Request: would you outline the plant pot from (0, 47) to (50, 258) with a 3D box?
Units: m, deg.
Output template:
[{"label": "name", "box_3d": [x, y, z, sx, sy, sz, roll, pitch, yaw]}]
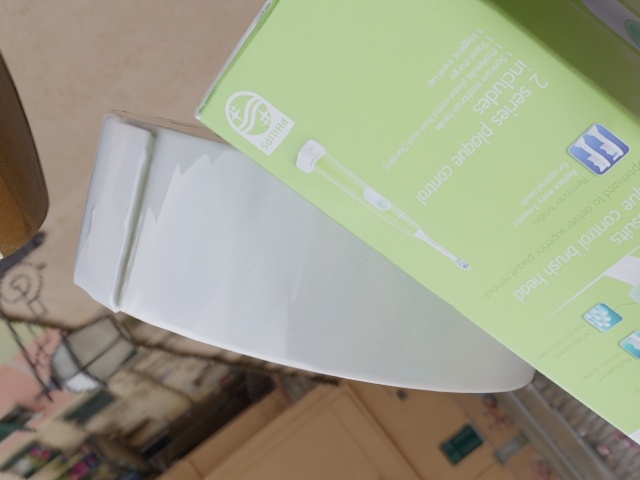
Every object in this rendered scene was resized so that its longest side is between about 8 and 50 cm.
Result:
[{"label": "plant pot", "box_3d": [-0.383, -0.101, 1.048, 0.237, 0.237, 0.254, 51, 173, 44]}]

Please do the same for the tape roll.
[{"label": "tape roll", "box_3d": [0.000, 0.000, 0.631, 0.286, 0.100, 0.286, 13, -173, -2]}]

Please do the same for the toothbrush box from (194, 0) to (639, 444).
[{"label": "toothbrush box", "box_3d": [0.120, -0.058, 0.465, 0.283, 0.122, 0.206, 37, -139, -8]}]
